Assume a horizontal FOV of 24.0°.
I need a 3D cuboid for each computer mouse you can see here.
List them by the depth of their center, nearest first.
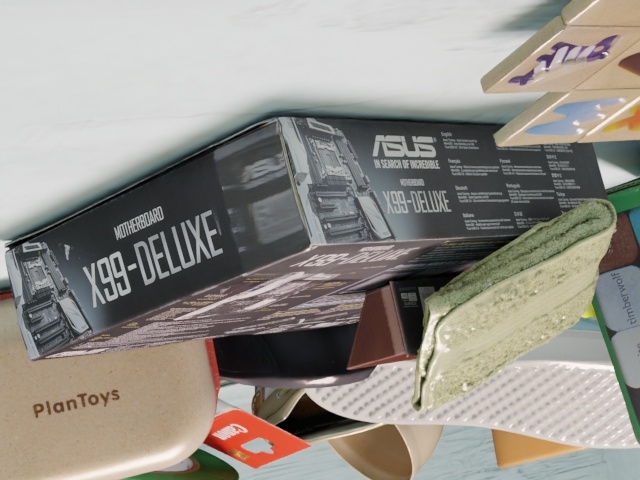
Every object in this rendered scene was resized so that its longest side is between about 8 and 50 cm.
[{"bbox_3d":[-0.073,0.066,1.197,0.272,0.072,0.188,3,-174,41],"label":"computer mouse"}]

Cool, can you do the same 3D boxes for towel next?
[{"bbox_3d":[0.116,0.041,0.911,0.148,0.027,0.110,-29,147,-24],"label":"towel"}]

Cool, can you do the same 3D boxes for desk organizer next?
[{"bbox_3d":[0.069,0.051,0.965,0.050,0.047,0.130,-19,170,37],"label":"desk organizer"}]

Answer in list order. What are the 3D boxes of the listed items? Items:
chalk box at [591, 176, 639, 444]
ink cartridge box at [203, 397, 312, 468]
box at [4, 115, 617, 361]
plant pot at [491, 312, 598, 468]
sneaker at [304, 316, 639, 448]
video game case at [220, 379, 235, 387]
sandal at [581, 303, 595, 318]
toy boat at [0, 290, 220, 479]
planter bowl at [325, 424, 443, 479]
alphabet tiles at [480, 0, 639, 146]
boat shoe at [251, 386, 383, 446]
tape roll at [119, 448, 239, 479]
[{"bbox_3d":[0.297,0.026,1.057,0.179,0.180,0.289,-18,180,26],"label":"chalk box"},{"bbox_3d":[-0.146,0.172,1.411,0.232,0.066,0.189,33,157,-9],"label":"ink cartridge box"},{"bbox_3d":[0.000,0.000,0.942,0.242,0.076,0.307,-22,167,40],"label":"box"},{"bbox_3d":[0.348,0.164,1.949,0.291,0.203,0.291,-12,170,-2],"label":"plant pot"},{"bbox_3d":[0.172,0.080,1.316,0.366,0.150,0.135,6,142,10],"label":"sneaker"},{"bbox_3d":[-0.057,0.116,1.639,0.329,0.036,0.300,-14,170,-1],"label":"video game case"},{"bbox_3d":[0.202,0.090,1.605,0.138,0.126,0.317,-7,168,-10],"label":"sandal"},{"bbox_3d":[-0.196,0.096,1.107,0.231,0.151,0.151,-11,-166,-11],"label":"toy boat"},{"bbox_3d":[0.073,0.172,1.637,0.109,0.162,0.162,-40,-176,-29],"label":"planter bowl"},{"bbox_3d":[0.248,-0.115,0.697,0.342,0.011,0.285,-6,158,-38],"label":"alphabet tiles"},{"bbox_3d":[0.077,0.125,1.449,0.302,0.113,0.103,-26,-160,11],"label":"boat shoe"},{"bbox_3d":[-0.243,0.231,1.493,0.321,0.077,0.321,14,-179,0],"label":"tape roll"}]
